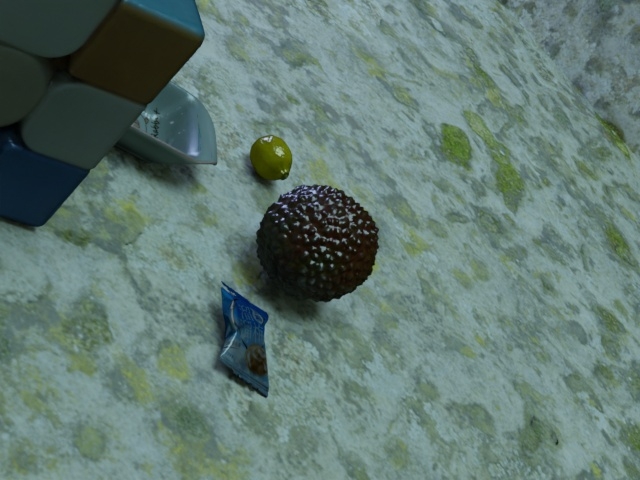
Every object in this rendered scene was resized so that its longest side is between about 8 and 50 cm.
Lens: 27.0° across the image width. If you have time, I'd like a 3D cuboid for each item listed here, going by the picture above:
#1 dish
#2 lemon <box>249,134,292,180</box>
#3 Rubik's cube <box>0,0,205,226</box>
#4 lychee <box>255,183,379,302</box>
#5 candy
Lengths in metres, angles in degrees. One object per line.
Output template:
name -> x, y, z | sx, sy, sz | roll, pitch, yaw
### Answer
dish -> -0.241, -0.164, 1.793 | 0.234, 0.064, 0.154 | 27, 33, -28
lemon -> -0.071, -0.121, 1.964 | 0.062, 0.062, 0.083 | 3, 42, -52
Rubik's cube -> -0.382, -0.276, 1.457 | 0.344, 0.347, 0.347 | 18, 38, -39
lychee -> 0.000, 0.000, 1.799 | 0.165, 0.165, 0.197 | 46, 44, 1
candy -> -0.095, 0.121, 1.648 | 0.088, 0.038, 0.136 | 41, 33, -37
